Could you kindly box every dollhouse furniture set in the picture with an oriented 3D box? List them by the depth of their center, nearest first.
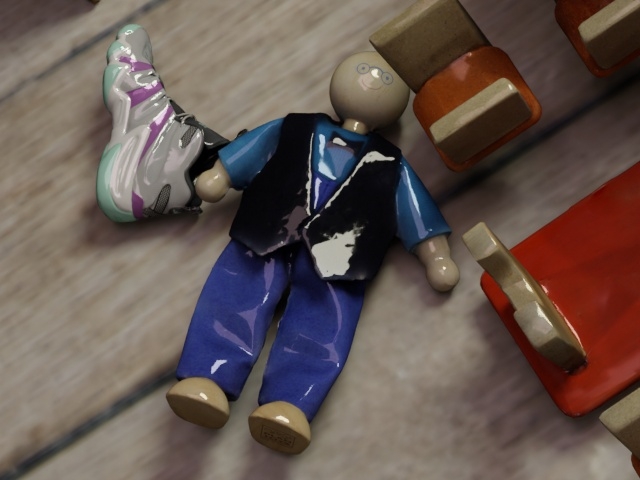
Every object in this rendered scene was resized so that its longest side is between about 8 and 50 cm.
[{"bbox_3d":[0.190,-0.026,0.839,0.259,0.135,0.262,-34,63,9],"label":"dollhouse furniture set"}]

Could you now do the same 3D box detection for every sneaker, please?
[{"bbox_3d":[-0.067,-0.056,0.939,0.069,0.038,0.098,-1,76,10],"label":"sneaker"}]

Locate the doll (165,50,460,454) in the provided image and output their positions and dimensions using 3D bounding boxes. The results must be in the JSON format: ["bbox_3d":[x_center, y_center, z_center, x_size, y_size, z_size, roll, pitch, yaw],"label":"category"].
[{"bbox_3d":[0.000,0.000,0.892,0.129,0.046,0.189,16,68,9],"label":"doll"}]
